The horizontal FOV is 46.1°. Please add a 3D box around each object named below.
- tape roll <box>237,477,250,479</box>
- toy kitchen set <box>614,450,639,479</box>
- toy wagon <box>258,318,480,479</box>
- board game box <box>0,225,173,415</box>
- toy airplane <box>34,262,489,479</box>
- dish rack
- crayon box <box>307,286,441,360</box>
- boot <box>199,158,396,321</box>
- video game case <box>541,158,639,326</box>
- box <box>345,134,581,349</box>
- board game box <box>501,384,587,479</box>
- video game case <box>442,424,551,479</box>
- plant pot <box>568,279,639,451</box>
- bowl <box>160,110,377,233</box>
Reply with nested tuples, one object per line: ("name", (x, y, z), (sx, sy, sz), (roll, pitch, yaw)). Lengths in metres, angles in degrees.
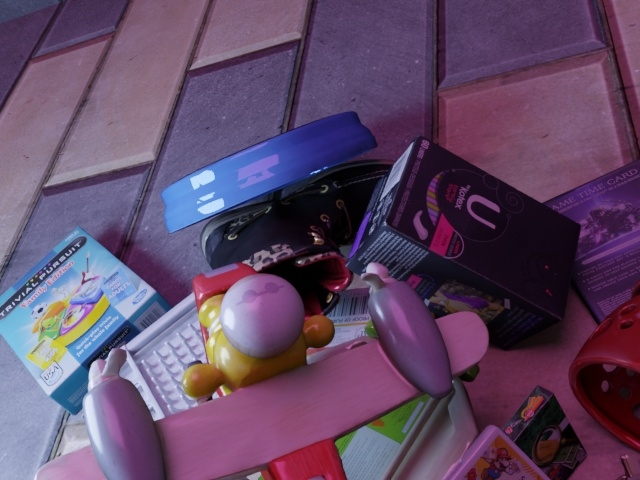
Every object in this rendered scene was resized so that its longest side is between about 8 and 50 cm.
("tape roll", (-0.141, 0.401, 0.896), (0.169, 0.246, 0.246), (23, 64, 41))
("toy kitchen set", (0.335, 0.295, 0.846), (0.075, 0.083, 0.068), (-20, 44, 12))
("toy wagon", (0.034, 0.225, 0.968), (0.344, 0.068, 0.267), (19, 62, 41))
("board game box", (-0.468, 0.138, 1.438), (0.254, 0.079, 0.336), (-46, 45, -15))
("toy airplane", (-0.048, 0.165, 0.797), (0.384, 0.272, 0.386), (12, 40, 20))
("dish rack", (-0.194, 0.219, 1.218), (0.333, 0.072, 0.285), (-39, 43, -8))
("crayon box", (0.068, 0.216, 1.067), (0.203, 0.083, 0.323), (-8, 47, 24))
("boot", (0.000, 0.000, 1.180), (0.377, 0.138, 0.284), (-17, 23, -5))
("video game case", (0.447, 0.007, 1.092), (0.196, 0.026, 0.274), (-25, 43, 7))
("box", (0.198, 0.008, 1.038), (0.143, 0.270, 0.165), (-50, 15, 57))
("board game box", (0.205, 0.305, 0.871), (0.260, 0.136, 0.030), (-46, 33, -14))
("video game case", (0.198, 0.351, 0.802), (0.206, 0.227, 0.026), (-46, 2, -15))
("plant pot", (0.415, 0.140, 0.870), (0.191, 0.191, 0.174), (24, 62, 41))
("bowl", (-0.094, -0.121, 1.303), (0.391, 0.077, 0.391), (-23, 4, 2))
